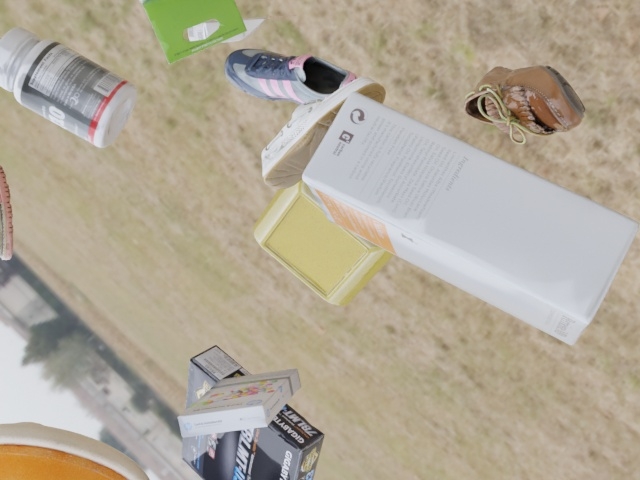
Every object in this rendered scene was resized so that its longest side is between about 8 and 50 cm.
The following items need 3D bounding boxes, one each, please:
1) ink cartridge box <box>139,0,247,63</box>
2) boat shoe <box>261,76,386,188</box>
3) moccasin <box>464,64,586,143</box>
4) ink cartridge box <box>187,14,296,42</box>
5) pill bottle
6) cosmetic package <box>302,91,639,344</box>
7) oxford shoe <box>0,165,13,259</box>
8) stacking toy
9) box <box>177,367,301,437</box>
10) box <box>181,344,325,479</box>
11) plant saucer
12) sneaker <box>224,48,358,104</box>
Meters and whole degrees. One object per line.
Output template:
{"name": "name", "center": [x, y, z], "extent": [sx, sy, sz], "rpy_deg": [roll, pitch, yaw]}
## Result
{"name": "ink cartridge box", "center": [-0.260, -0.501, 1.603], "extent": [0.255, 0.189, 0.097], "rpy_deg": [67, 165, -15]}
{"name": "boat shoe", "center": [-0.009, -0.208, 1.458], "extent": [0.098, 0.277, 0.096], "rpy_deg": [25, -144, -48]}
{"name": "moccasin", "center": [0.377, -0.260, 1.583], "extent": [0.139, 0.147, 0.380], "rpy_deg": [50, 179, -24]}
{"name": "ink cartridge box", "center": [-0.189, -0.505, 1.967], "extent": [0.181, 0.225, 0.056], "rpy_deg": [-146, 51, -65]}
{"name": "pill bottle", "center": [-0.562, -0.336, 1.801], "extent": [0.283, 0.161, 0.161], "rpy_deg": [29, 163, -1]}
{"name": "cosmetic package", "center": [0.218, -0.029, 1.248], "extent": [0.453, 0.161, 0.230], "rpy_deg": [27, 172, 17]}
{"name": "oxford shoe", "center": [-0.703, -0.138, 1.600], "extent": [0.140, 0.147, 0.396], "rpy_deg": [-34, 76, 59]}
{"name": "stacking toy", "center": [-0.440, 0.531, 1.150], "extent": [0.351, 0.479, 0.350], "rpy_deg": [2, 137, 2]}
{"name": "box", "center": [-0.126, 0.260, 1.331], "extent": [0.186, 0.145, 0.038], "rpy_deg": [-34, -68, -72]}
{"name": "box", "center": [-0.141, 0.393, 1.563], "extent": [0.293, 0.073, 0.295], "rpy_deg": [36, 131, 30]}
{"name": "plant saucer", "center": [0.000, 0.000, 2.089], "extent": [0.333, 0.081, 0.333], "rpy_deg": [39, 132, 1]}
{"name": "sneaker", "center": [-0.057, -0.341, 1.657], "extent": [0.319, 0.112, 0.131], "rpy_deg": [19, 159, 15]}
